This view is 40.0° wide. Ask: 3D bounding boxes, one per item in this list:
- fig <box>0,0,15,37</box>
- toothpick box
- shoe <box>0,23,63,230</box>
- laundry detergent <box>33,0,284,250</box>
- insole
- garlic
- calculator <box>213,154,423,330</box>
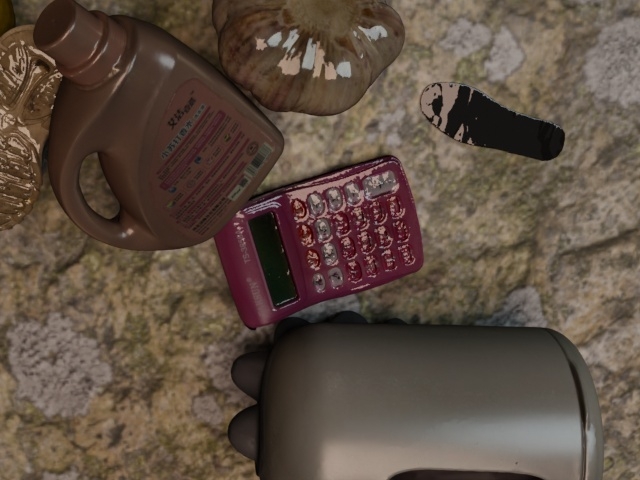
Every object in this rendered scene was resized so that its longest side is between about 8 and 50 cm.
[{"bbox_3d":[-0.284,-0.192,0.700,0.084,0.082,0.098,15,91,22],"label":"fig"},{"bbox_3d":[0.073,0.169,0.817,0.317,0.229,0.228,4,108,-9],"label":"toothpick box"},{"bbox_3d":[-0.251,-0.098,0.729,0.089,0.092,0.180,27,106,-12],"label":"shoe"},{"bbox_3d":[-0.147,-0.078,0.694,0.171,0.076,0.237,-51,145,5],"label":"laundry detergent"},{"bbox_3d":[0.164,-0.112,0.834,0.153,0.002,0.053,14,106,-13],"label":"insole"},{"bbox_3d":[-0.016,-0.169,0.728,0.159,0.102,0.147,-17,80,-27],"label":"garlic"},{"bbox_3d":[0.000,0.000,0.831,0.191,0.034,0.126,-18,110,-9],"label":"calculator"}]
